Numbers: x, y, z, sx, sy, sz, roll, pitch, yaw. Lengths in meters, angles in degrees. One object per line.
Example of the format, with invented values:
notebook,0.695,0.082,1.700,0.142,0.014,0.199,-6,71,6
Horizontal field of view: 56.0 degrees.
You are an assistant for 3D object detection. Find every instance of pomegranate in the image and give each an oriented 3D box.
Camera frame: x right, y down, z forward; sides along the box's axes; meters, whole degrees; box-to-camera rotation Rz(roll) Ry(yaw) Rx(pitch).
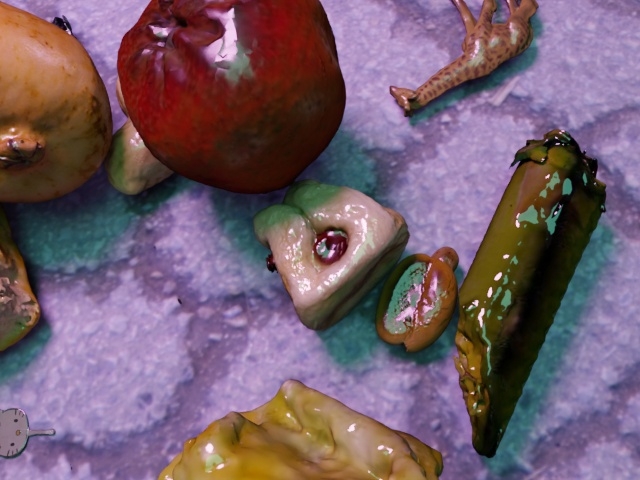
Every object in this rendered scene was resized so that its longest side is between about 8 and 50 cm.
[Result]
pomegranate,-0.359,-0.151,0.680,0.248,0.248,0.248,0,72,1

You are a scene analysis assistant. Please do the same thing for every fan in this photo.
fan,-0.355,0.226,0.711,0.083,0.004,0.055,-3,72,0

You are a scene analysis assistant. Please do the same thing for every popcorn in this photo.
popcorn,-0.008,0.289,0.549,0.313,0.312,0.312,0,72,1

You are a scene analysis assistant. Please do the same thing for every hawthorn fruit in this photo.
hawthorn fruit,-0.071,-0.171,0.695,0.254,0.300,0.253,-7,77,32

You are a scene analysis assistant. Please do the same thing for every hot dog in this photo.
hot dog,0.121,0.066,0.730,0.090,0.060,0.140,15,80,18

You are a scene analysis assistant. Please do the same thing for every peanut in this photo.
peanut,-0.218,-0.167,0.790,0.103,0.098,0.229,-10,67,37

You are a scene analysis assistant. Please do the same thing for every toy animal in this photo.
toy animal,0.209,-0.271,0.842,0.149,0.054,0.275,25,75,11

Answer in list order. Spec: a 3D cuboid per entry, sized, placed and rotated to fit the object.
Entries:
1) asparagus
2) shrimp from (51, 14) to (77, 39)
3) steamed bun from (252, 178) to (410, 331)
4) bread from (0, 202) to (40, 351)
asparagus,0.227,0.052,0.705,0.128,0.108,0.381,36,74,-26
shrimp,-0.440,-0.257,0.839,0.233,0.071,0.364,-6,74,-8
steamed bun,0.000,0.000,0.713,0.155,0.141,0.172,42,81,17
bread,-0.451,0.031,0.715,0.174,0.121,0.245,-27,69,-17
